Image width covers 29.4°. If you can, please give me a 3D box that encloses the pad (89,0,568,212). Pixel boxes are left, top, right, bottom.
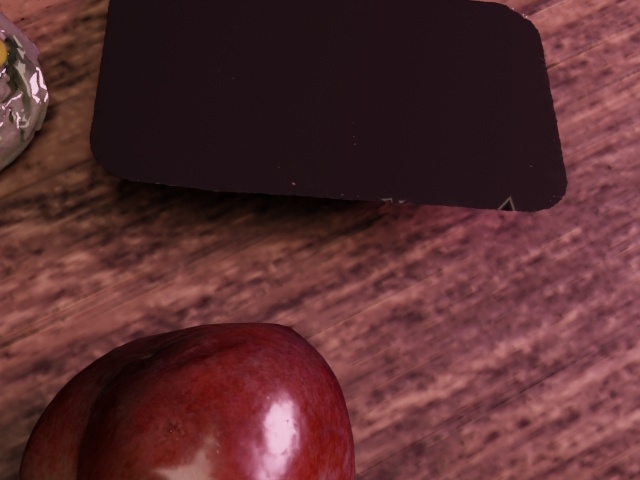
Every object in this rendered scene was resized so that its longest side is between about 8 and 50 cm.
[{"bbox_3d":[0.004,-0.008,0.635,0.250,0.055,0.323,5,69,-8],"label":"pad"}]

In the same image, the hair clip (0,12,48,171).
[{"bbox_3d":[-0.284,-0.150,0.619,0.321,0.091,0.138,42,72,8],"label":"hair clip"}]

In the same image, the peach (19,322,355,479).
[{"bbox_3d":[-0.053,0.096,0.547,0.152,0.152,0.152,3,70,-8],"label":"peach"}]
